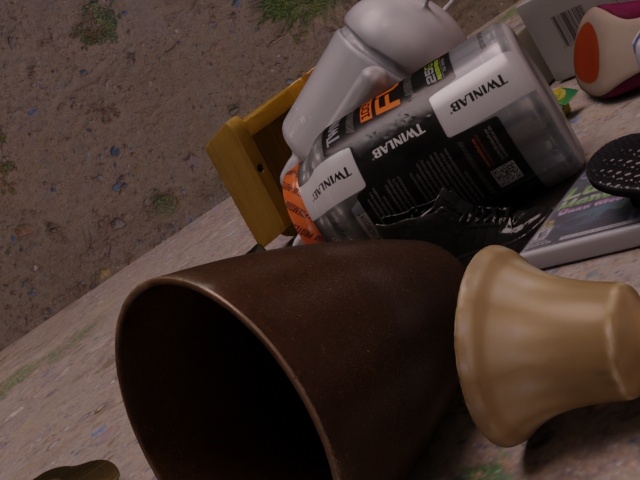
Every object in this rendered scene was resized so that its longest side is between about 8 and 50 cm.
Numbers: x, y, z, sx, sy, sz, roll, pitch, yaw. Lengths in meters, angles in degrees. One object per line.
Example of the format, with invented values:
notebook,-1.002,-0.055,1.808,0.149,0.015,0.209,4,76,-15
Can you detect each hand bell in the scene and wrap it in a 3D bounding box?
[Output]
hand bell,0.209,0.052,0.434,0.242,0.126,0.126,-8,25,37

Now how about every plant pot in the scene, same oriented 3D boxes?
plant pot,0.011,0.085,0.580,0.230,0.215,0.215,-26,4,-41

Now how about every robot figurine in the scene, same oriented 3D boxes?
robot figurine,0.080,-0.199,1.147,0.353,0.200,0.300,-57,-1,21

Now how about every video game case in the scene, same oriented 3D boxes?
video game case,0.290,-0.045,0.719,0.190,0.022,0.173,-20,18,50

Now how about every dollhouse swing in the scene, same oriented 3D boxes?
dollhouse swing,0.034,-0.195,1.432,0.305,0.315,0.347,0,34,49

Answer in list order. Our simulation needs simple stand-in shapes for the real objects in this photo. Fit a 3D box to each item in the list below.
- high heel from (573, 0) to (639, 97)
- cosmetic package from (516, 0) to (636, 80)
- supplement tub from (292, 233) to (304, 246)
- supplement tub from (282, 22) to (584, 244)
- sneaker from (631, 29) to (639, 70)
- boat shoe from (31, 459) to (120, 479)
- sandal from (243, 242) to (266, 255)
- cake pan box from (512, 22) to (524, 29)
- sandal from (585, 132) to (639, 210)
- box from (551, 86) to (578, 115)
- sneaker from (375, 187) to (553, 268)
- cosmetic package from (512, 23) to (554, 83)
high heel,0.455,-0.254,1.012,0.181,0.127,0.377,-6,7,-4
cosmetic package,0.524,-0.435,1.320,0.365,0.155,0.197,-38,13,-22
supplement tub,0.000,0.000,1.210,0.071,0.071,0.107,-30,12,20
supplement tub,0.124,-0.093,0.943,0.316,0.193,0.193,-30,13,21
sneaker,0.419,-0.187,0.626,0.316,0.127,0.182,-26,11,-9
boat shoe,-0.275,0.284,0.910,0.153,0.048,0.056,-18,7,35
sandal,-0.106,0.074,1.198,0.120,0.086,0.303,-40,-3,-2
cake pan box,0.357,-0.363,1.706,0.246,0.070,0.267,-33,12,15
sandal,0.274,-0.042,0.629,0.067,0.040,0.179,-40,27,-4
box,0.278,-0.174,1.167,0.105,0.043,0.179,-41,22,-31
sneaker,0.149,-0.019,0.833,0.170,0.089,0.051,-27,14,32
cosmetic package,0.249,-0.234,1.365,0.309,0.113,0.160,-41,14,-31
